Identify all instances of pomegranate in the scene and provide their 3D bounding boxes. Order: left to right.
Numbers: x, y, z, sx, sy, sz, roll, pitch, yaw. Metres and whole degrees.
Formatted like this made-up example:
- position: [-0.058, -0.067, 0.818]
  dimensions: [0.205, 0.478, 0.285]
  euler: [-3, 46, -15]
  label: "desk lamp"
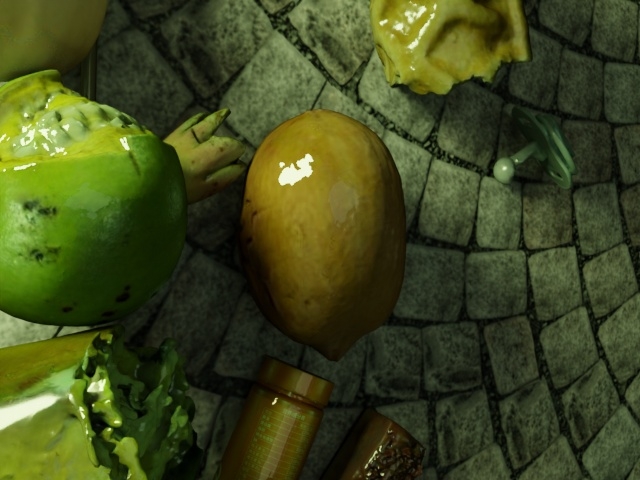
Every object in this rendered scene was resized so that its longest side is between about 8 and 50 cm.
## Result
- position: [-0.205, -0.046, 0.621]
  dimensions: [0.301, 0.235, 0.236]
  euler: [-24, 101, -44]
  label: "pomegranate"

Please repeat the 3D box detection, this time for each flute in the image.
- position: [-0.255, -0.220, 0.695]
  dimensions: [0.027, 0.027, 0.233]
  euler: [1, 90, -26]
  label: "flute"

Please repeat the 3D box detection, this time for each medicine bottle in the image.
- position: [-0.060, 0.244, 0.756]
  dimensions: [0.096, 0.096, 0.192]
  euler: [26, 80, -24]
  label: "medicine bottle"

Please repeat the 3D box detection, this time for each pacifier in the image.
- position: [0.313, -0.123, 0.935]
  dimensions: [0.116, 0.127, 0.150]
  euler: [-34, 113, 4]
  label: "pacifier"

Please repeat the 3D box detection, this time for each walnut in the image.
- position: [0.000, 0.000, 0.729]
  dimensions: [0.203, 0.203, 0.298]
  euler: [-5, 98, -26]
  label: "walnut"

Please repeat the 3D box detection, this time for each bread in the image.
- position: [-0.298, 0.217, 0.530]
  dimensions: [0.376, 0.208, 0.251]
  euler: [-13, 68, -5]
  label: "bread"
- position: [0.155, -0.321, 0.799]
  dimensions: [0.195, 0.238, 0.252]
  euler: [-13, 104, 12]
  label: "bread"

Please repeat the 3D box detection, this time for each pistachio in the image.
- position: [-0.290, -0.290, 0.590]
  dimensions: [0.187, 0.187, 0.300]
  euler: [8, 83, -26]
  label: "pistachio"

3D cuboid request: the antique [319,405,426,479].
- position: [0.025, 0.369, 0.800]
  dimensions: [0.087, 0.093, 0.310]
  euler: [41, 73, -20]
  label: "antique"
